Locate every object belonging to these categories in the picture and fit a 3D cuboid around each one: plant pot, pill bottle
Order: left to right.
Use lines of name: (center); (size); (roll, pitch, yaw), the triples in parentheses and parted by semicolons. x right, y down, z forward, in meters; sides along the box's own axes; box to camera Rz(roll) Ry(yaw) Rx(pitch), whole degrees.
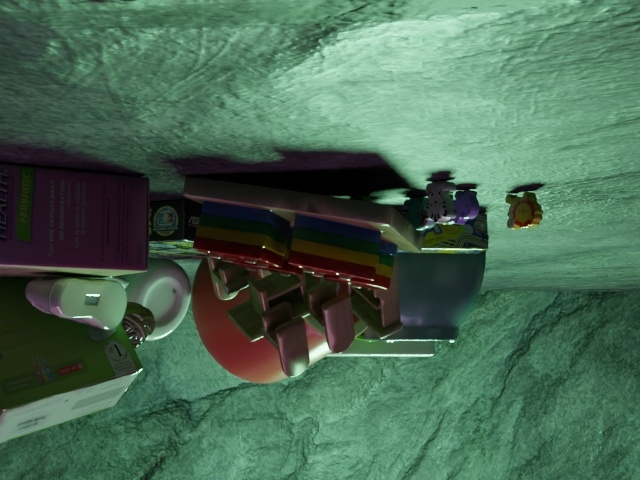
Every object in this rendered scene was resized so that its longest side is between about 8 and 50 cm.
pill bottle: (-0.366, 0.074, 1.832); (0.264, 0.146, 0.146); (17, -174, 38)
plant pot: (-0.049, 0.098, 1.790); (0.275, 0.274, 0.243); (5, 164, -38)
plant pot: (0.166, 0.092, 1.915); (0.293, 0.196, 0.293); (0, 173, 0)

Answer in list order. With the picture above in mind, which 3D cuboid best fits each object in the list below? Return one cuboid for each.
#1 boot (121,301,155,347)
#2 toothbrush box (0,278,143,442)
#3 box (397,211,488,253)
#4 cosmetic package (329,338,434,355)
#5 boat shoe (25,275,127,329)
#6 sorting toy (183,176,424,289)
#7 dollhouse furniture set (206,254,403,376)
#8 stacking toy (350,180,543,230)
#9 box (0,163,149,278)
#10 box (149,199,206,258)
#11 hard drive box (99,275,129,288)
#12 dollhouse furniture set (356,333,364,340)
boot: (-0.402, 0.078, 1.703); (0.236, 0.269, 0.089); (-23, 139, 4)
toothbrush box: (-0.402, 0.106, 1.383); (0.206, 0.283, 0.122); (-14, 156, -42)
box: (0.166, -0.012, 1.565); (0.169, 0.059, 0.054); (1, 172, -7)
cosmetic package: (0.036, 0.159, 2.407); (0.454, 0.230, 0.161); (-1, 173, 3)
boat shoe: (-0.306, 0.076, 1.298); (0.063, 0.066, 0.184); (13, -179, 17)
sorting toy: (-0.017, 0.002, 1.310); (0.256, 0.089, 0.257); (9, 174, 15)
dollhouse furniture set: (-0.011, 0.091, 1.505); (0.242, 0.161, 0.212); (-25, -140, -22)
stacking toy: (0.157, -0.036, 1.372); (0.167, 0.052, 0.221); (5, 173, -37)
box: (-0.361, -0.017, 1.249); (0.243, 0.117, 0.214); (3, 174, -32)
box: (-0.221, -0.011, 1.583); (0.216, 0.060, 0.270); (-4, 173, 28)
hard drive box: (-0.434, 0.106, 1.573); (0.181, 0.232, 0.089); (33, -178, 26)
dollhouse furniture set: (0.070, 0.116, 2.134); (0.151, 0.197, 0.301); (-2, 175, 31)
